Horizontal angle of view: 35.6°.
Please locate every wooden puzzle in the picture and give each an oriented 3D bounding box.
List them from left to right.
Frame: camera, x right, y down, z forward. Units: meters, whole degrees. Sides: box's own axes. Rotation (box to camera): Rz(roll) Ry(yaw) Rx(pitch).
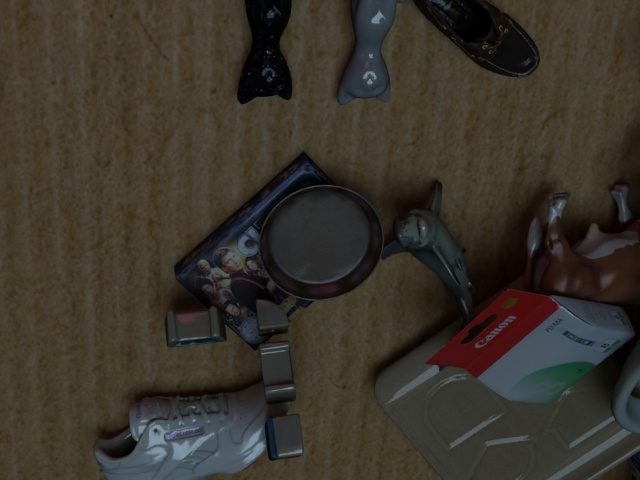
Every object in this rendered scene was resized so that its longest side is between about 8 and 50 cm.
[{"bbox_3d":[0.296,0.243,1.511,0.322,0.080,0.348,-35,110,7],"label":"wooden puzzle"}]

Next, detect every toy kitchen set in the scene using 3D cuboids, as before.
[{"bbox_3d":[-0.118,0.196,1.340,0.166,0.122,0.207,-6,76,-5],"label":"toy kitchen set"}]

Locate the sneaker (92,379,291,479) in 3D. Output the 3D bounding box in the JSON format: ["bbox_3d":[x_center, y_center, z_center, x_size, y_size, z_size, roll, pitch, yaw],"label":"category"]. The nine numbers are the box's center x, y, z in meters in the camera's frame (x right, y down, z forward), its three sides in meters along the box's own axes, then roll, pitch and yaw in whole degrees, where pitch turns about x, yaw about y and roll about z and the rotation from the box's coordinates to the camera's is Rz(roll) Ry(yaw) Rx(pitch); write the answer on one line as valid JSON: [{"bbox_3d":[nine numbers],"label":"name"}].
[{"bbox_3d":[-0.184,0.274,1.425,0.305,0.114,0.152,-31,116,6],"label":"sneaker"}]

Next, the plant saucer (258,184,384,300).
[{"bbox_3d":[0.000,0.000,1.329,0.168,0.029,0.169,-4,115,-7],"label":"plant saucer"}]

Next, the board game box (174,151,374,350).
[{"bbox_3d":[-0.057,0.018,1.368,0.243,0.042,0.165,-41,113,10],"label":"board game box"}]

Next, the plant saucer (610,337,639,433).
[{"bbox_3d":[0.577,0.128,1.399,0.400,0.101,0.401,-14,144,-10],"label":"plant saucer"}]

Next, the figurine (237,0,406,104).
[{"bbox_3d":[0.003,-0.262,1.234,0.214,0.092,0.210,1,122,-10],"label":"figurine"}]

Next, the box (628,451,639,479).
[{"bbox_3d":[0.531,0.405,1.613,0.028,0.081,0.136,-16,116,-1],"label":"box"}]

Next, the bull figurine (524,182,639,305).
[{"bbox_3d":[0.414,0.018,1.384,0.310,0.101,0.189,-9,96,-27],"label":"bull figurine"}]

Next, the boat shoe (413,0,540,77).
[{"bbox_3d":[0.199,-0.268,1.262,0.207,0.073,0.073,29,105,-21],"label":"boat shoe"}]

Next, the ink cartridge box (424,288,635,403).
[{"bbox_3d":[0.280,0.145,1.326,0.224,0.056,0.181,9,137,-36],"label":"ink cartridge box"}]

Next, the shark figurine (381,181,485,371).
[{"bbox_3d":[0.146,0.039,1.381,0.116,0.166,0.278,-15,128,23],"label":"shark figurine"}]
